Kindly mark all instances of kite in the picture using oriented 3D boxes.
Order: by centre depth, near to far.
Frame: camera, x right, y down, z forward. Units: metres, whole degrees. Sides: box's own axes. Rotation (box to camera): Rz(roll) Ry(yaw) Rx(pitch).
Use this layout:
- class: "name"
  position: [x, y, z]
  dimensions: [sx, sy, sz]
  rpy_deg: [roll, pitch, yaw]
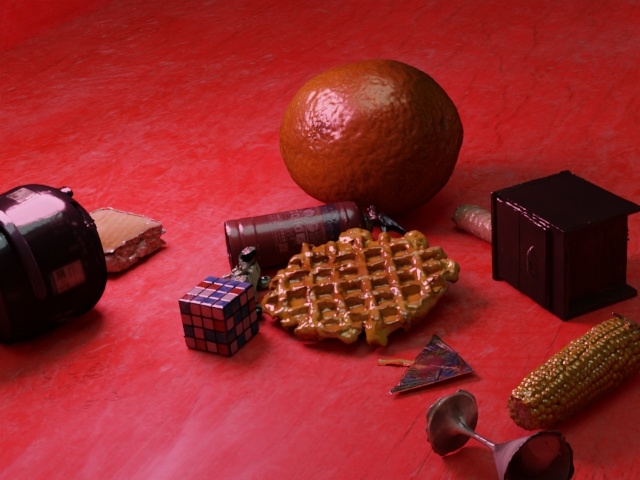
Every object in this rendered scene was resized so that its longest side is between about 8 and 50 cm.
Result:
- class: "kite"
  position: [0.162, 0.193, 1.718]
  dimensions: [0.159, 0.010, 0.190]
  rpy_deg: [6, 26, 28]

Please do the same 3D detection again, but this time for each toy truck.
- class: "toy truck"
  position: [-0.140, 0.080, 1.951]
  dimensions: [0.078, 0.080, 0.154]
  rpy_deg: [-19, 23, 13]

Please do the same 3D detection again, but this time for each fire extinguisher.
- class: "fire extinguisher"
  position: [0.000, 0.000, 2.073]
  dimensions: [0.343, 0.102, 0.138]
  rpy_deg: [-9, 58, -8]

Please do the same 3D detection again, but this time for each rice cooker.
- class: "rice cooker"
  position: [-0.505, 0.032, 1.930]
  dimensions: [0.224, 0.267, 0.267]
  rpy_deg: [-30, 34, -33]

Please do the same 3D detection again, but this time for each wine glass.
- class: "wine glass"
  position: [0.220, 0.266, 1.438]
  dimensions: [0.122, 0.122, 0.183]
  rpy_deg: [-21, 25, -29]

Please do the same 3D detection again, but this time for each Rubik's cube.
- class: "Rubik's cube"
  position: [-0.166, 0.124, 1.840]
  dimensions: [0.092, 0.092, 0.092]
  rpy_deg: [9, 29, 29]

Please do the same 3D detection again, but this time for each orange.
- class: "orange"
  position: [0.093, -0.201, 2.209]
  dimensions: [0.356, 0.322, 0.322]
  rpy_deg: [0, 24, 36]

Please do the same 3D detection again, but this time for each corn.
- class: "corn"
  position: [0.366, 0.189, 1.585]
  dimensions: [0.260, 0.091, 0.091]
  rpy_deg: [-24, 71, -33]

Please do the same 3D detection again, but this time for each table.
- class: "table"
  position: [0.405, 0.006, 1.870]
  dimensions: [0.172, 0.169, 0.193]
  rpy_deg: [-17, 29, -21]

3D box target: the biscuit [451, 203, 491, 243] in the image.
- class: "biscuit"
  position: [0.325, -0.019, 2.072]
  dimensions: [0.061, 0.055, 0.219]
  rpy_deg: [-7, 23, -27]

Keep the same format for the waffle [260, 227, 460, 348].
- class: "waffle"
  position: [0.067, 0.074, 1.904]
  dimensions: [0.302, 0.068, 0.325]
  rpy_deg: [16, 38, 37]

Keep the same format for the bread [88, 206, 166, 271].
- class: "bread"
  position: [-0.387, -0.004, 2.192]
  dimensions: [0.172, 0.064, 0.232]
  rpy_deg: [-10, 27, -9]
